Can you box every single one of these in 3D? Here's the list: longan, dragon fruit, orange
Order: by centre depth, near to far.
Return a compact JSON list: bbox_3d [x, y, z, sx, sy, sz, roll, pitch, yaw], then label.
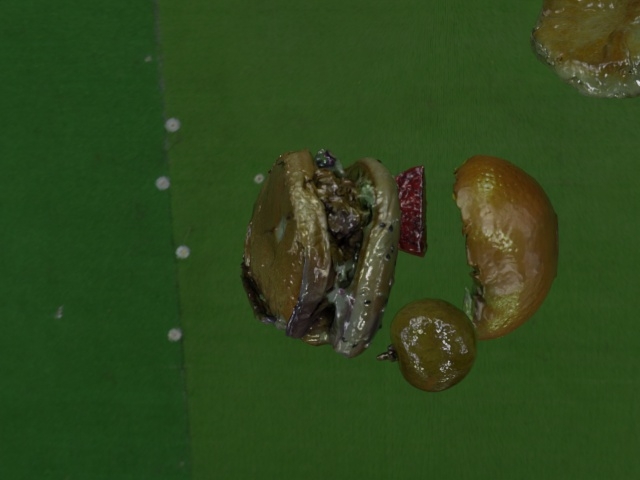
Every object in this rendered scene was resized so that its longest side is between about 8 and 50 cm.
[{"bbox_3d":[0.082,0.083,0.713,0.083,0.075,0.075,-13,104,19],"label":"longan"},{"bbox_3d":[0.144,-0.036,1.543,0.083,0.106,0.162,-5,71,11],"label":"dragon fruit"},{"bbox_3d":[0.318,0.020,1.593,0.196,0.262,0.334,11,124,21],"label":"orange"}]

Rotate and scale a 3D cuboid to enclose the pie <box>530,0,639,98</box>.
[{"bbox_3d":[0.451,-0.320,1.329,0.307,0.306,0.071,-19,134,13],"label":"pie"}]

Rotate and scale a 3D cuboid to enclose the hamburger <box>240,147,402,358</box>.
[{"bbox_3d":[0.000,0.000,1.363,0.195,0.318,0.276,11,116,-18],"label":"hamburger"}]
